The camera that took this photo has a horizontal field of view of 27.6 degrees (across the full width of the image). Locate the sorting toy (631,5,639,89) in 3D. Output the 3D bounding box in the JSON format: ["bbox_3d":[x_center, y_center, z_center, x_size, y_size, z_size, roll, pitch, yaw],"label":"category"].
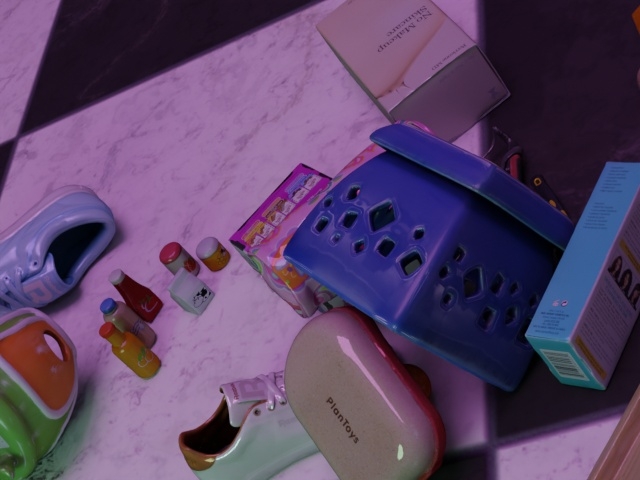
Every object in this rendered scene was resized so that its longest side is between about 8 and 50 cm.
[{"bbox_3d":[0.477,-0.234,1.579,0.229,0.041,0.307,-49,29,34],"label":"sorting toy"}]

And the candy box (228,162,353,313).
[{"bbox_3d":[0.000,0.000,1.785,0.159,0.071,0.233,-47,38,-10],"label":"candy box"}]

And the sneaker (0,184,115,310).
[{"bbox_3d":[-0.477,0.060,2.083,0.366,0.135,0.150,-49,35,-9],"label":"sneaker"}]

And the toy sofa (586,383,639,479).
[{"bbox_3d":[0.333,0.253,1.216,0.362,0.177,0.150,-56,15,-18],"label":"toy sofa"}]

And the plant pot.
[{"bbox_3d":[0.139,0.008,1.490,0.236,0.236,0.212,32,91,49],"label":"plant pot"}]

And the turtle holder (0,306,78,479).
[{"bbox_3d":[-0.478,0.229,1.876,0.227,0.243,0.320,-52,-4,-38],"label":"turtle holder"}]

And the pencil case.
[{"bbox_3d":[0.046,-0.031,1.635,0.284,0.124,0.124,-42,37,-9],"label":"pencil case"}]

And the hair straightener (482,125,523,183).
[{"bbox_3d":[0.218,-0.054,1.667,0.089,0.047,0.230,-19,48,26],"label":"hair straightener"}]

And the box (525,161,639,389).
[{"bbox_3d":[0.318,0.036,1.453,0.060,0.100,0.244,5,56,44],"label":"box"}]

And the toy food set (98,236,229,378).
[{"bbox_3d":[-0.240,0.072,1.891,0.111,0.104,0.232,14,63,47],"label":"toy food set"}]

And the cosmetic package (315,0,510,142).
[{"bbox_3d":[0.128,-0.266,1.906,0.160,0.113,0.309,-38,37,3],"label":"cosmetic package"}]

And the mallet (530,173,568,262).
[{"bbox_3d":[0.289,-0.022,1.596,0.062,0.039,0.190,-40,33,5],"label":"mallet"}]

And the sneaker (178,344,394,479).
[{"bbox_3d":[-0.044,0.199,1.587,0.290,0.123,0.106,-37,36,3],"label":"sneaker"}]

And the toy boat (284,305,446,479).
[{"bbox_3d":[0.069,0.180,1.503,0.231,0.151,0.151,54,128,20],"label":"toy boat"}]
